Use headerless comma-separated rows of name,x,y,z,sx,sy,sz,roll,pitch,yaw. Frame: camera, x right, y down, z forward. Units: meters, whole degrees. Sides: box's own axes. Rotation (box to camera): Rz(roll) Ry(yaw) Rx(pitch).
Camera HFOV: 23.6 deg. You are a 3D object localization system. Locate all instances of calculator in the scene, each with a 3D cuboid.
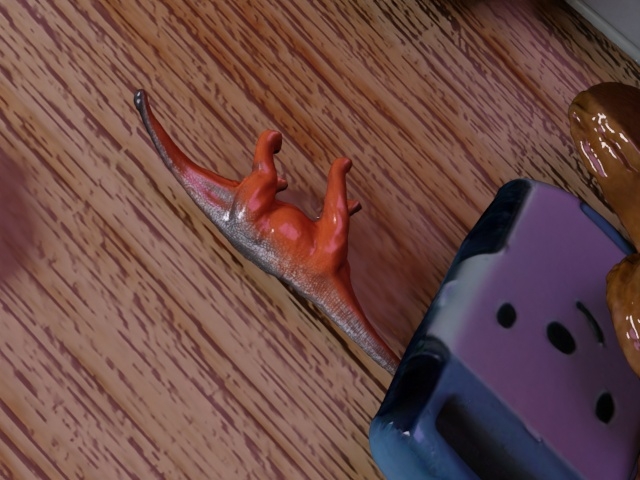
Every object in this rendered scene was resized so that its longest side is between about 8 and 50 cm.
calculator,0.129,0.086,0.923,0.173,0.051,0.293,44,46,-14

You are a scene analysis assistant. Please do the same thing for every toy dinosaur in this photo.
toy dinosaur,-0.003,0.002,0.921,0.280,0.055,0.101,32,57,-10

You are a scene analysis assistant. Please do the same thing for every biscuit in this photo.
biscuit,0.238,0.004,0.994,0.262,0.052,0.277,19,46,-52

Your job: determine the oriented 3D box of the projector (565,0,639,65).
projector,0.327,-0.229,1.146,0.198,0.250,0.108,40,20,0
